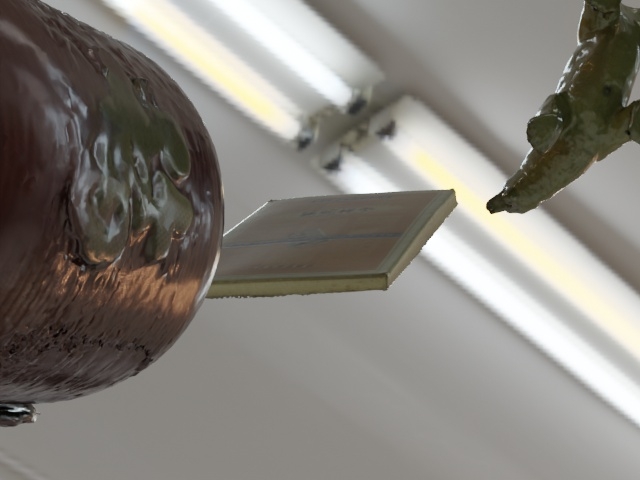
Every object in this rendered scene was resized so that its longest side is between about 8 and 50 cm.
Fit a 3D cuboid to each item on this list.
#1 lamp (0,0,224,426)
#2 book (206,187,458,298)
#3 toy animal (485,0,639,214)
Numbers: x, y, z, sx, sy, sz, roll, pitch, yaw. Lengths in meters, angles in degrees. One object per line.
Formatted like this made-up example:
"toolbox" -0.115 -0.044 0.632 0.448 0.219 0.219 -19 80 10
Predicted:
"lamp" -0.139 -0.011 0.550 0.180 0.180 0.258 -10 -12 20
"book" 0.000 -0.001 1.035 0.170 0.241 0.018 -3 -75 17
"toy animal" 0.206 -0.111 1.049 0.103 0.219 0.101 27 -13 -12
